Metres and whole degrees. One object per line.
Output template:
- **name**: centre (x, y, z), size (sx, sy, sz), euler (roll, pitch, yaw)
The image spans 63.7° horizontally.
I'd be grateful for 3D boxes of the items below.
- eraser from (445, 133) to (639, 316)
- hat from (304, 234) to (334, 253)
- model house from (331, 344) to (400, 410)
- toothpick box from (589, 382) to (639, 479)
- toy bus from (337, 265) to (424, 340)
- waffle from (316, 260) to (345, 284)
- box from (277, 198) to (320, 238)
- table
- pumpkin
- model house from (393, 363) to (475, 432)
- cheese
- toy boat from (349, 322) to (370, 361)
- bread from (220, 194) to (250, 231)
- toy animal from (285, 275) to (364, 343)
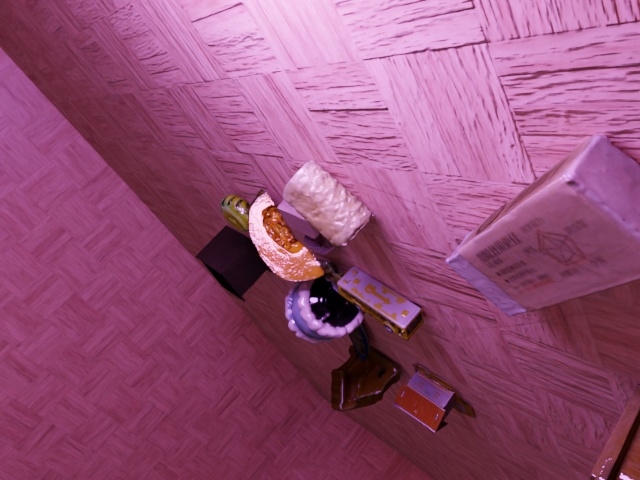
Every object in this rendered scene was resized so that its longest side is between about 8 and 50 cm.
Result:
- **eraser**: centre (0.287, 0.007, 0.659), size (0.144, 0.078, 0.343), euler (41, 163, 5)
- **hat**: centre (0.003, 0.000, 1.287), size (0.087, 0.058, 0.042), euler (7, -171, 26)
- **model house**: centre (0.132, 0.500, 1.814), size (0.173, 0.239, 0.268), euler (47, 160, -1)
- **toothpick box**: centre (0.580, 0.366, 0.707), size (0.308, 0.190, 0.187), euler (13, 144, 49)
- **toy bus**: centre (0.147, 0.151, 1.275), size (0.226, 0.081, 0.074), euler (34, 155, 34)
- **waffle**: centre (0.041, 0.142, 1.498), size (0.223, 0.054, 0.204), euler (44, 162, -6)
- **box**: centre (-0.039, -0.061, 1.199), size (0.122, 0.062, 0.089), euler (26, 156, 42)
- **table**: centre (-0.323, 0.087, 1.941), size (0.172, 0.169, 0.193), euler (27, 157, 40)
- **pumpkin**: centre (-0.109, 0.010, 1.343), size (0.278, 0.111, 0.163), euler (53, 176, 8)
- **model house**: centre (0.341, 0.511, 1.572), size (0.219, 0.136, 0.207), euler (30, 156, 33)
- **cheese**: centre (0.012, -0.069, 1.025), size (0.167, 0.094, 0.123), euler (42, 163, 2)
- **toy boat**: centre (0.132, 0.325, 1.702), size (0.080, 0.046, 0.229), euler (26, 150, 36)
- **bread**: centre (-0.242, -0.082, 1.553), size (0.130, 0.071, 0.139), euler (40, 160, -1)
- **toy animal**: centre (-0.004, 0.196, 1.404), size (0.208, 0.156, 0.204), euler (42, 151, -5)
